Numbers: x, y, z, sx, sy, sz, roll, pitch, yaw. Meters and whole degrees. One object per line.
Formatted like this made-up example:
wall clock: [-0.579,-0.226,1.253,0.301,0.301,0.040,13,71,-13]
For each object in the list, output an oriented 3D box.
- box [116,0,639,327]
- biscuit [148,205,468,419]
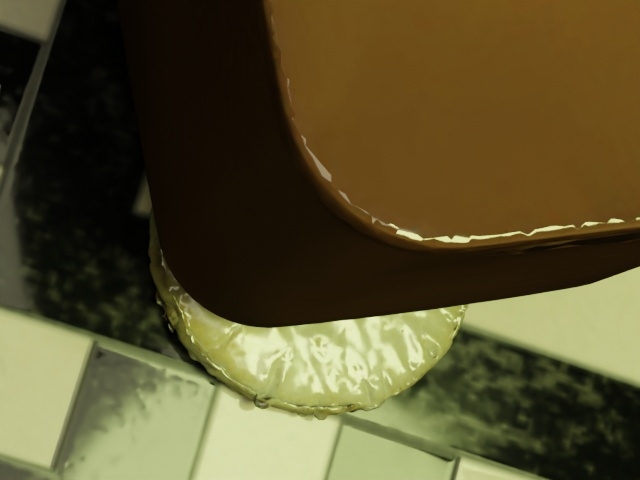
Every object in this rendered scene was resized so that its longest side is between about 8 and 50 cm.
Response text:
box: [0.048,-0.148,0.653,0.239,0.229,0.339,-7,80,-18]
biscuit: [0.000,0.000,0.742,0.152,0.020,0.152,2,82,-18]
